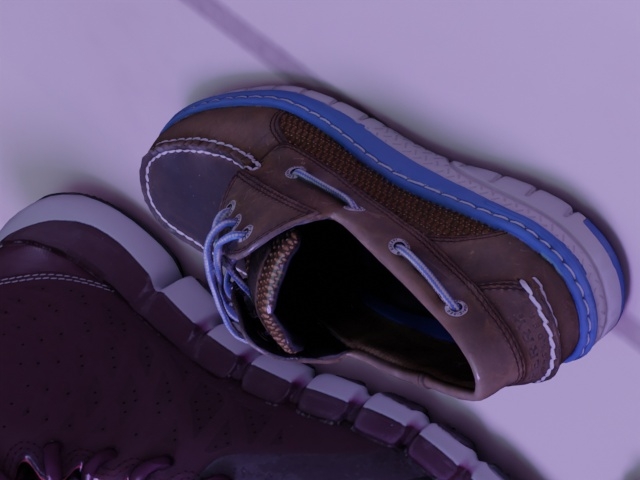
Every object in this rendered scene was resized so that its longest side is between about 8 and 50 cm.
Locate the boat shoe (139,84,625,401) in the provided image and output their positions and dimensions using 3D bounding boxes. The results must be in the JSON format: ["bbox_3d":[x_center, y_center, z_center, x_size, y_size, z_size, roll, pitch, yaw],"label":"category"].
[{"bbox_3d":[0.000,0.000,0.593,0.183,0.066,0.066,16,129,42],"label":"boat shoe"}]

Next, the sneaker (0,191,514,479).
[{"bbox_3d":[-0.058,0.103,0.662,0.281,0.162,0.106,32,139,31],"label":"sneaker"}]
